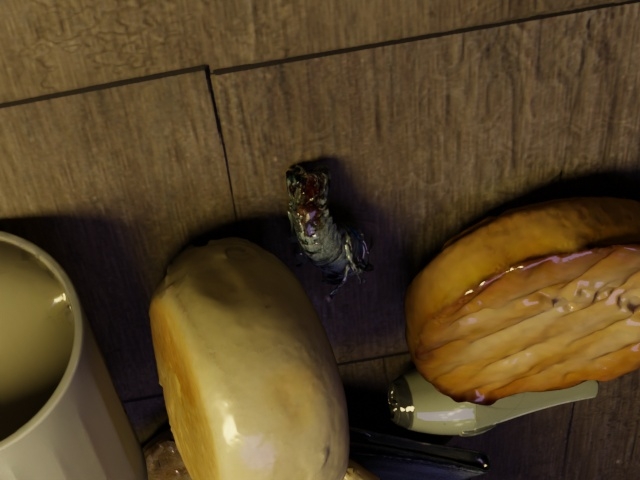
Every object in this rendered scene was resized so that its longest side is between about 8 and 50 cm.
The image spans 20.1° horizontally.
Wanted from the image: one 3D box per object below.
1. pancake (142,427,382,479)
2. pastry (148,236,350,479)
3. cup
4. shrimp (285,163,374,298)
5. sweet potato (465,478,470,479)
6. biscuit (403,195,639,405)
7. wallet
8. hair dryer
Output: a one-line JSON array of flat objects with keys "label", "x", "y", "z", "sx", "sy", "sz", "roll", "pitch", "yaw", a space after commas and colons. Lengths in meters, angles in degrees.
[{"label": "pancake", "x": -0.039, "y": 0.337, "z": 1.900, "sx": 0.387, "sy": 0.082, "sz": 0.387, "roll": 19, "pitch": 131, "yaw": 24}, {"label": "pastry", "x": -0.067, "y": 0.128, "z": 1.607, "sx": 0.133, "sy": 0.265, "sz": 0.265, "roll": -19, "pitch": 149, "yaw": -18}, {"label": "cup", "x": -0.333, "y": 0.171, "z": 1.612, "sx": 0.322, "sy": 0.237, "sz": 0.327, "roll": 3, "pitch": 148, "yaw": 7}, {"label": "shrimp", "x": -0.001, "y": 0.003, "z": 1.605, "sx": 0.082, "sy": 0.076, "sz": 0.174, "roll": 2, "pitch": 151, "yaw": 19}, {"label": "sweet potato", "x": 0.130, "y": 0.332, "z": 2.152, "sx": 0.078, "sy": 0.058, "sz": 0.255, "roll": 18, "pitch": 141, "yaw": -14}, {"label": "biscuit", "x": 0.219, "y": 0.052, "z": 1.723, "sx": 0.296, "sy": 0.102, "sz": 0.296, "roll": -10, "pitch": 150, "yaw": -6}, {"label": "wallet", "x": 0.049, "y": 0.235, "z": 1.935, "sx": 0.222, "sy": 0.036, "sz": 0.167, "roll": 12, "pitch": 159, "yaw": -22}, {"label": "hair dryer", "x": 0.190, "y": 0.177, "z": 1.924, "sx": 0.219, "sy": 0.088, "sz": 0.225, "roll": -12, "pitch": 157, "yaw": 6}]
